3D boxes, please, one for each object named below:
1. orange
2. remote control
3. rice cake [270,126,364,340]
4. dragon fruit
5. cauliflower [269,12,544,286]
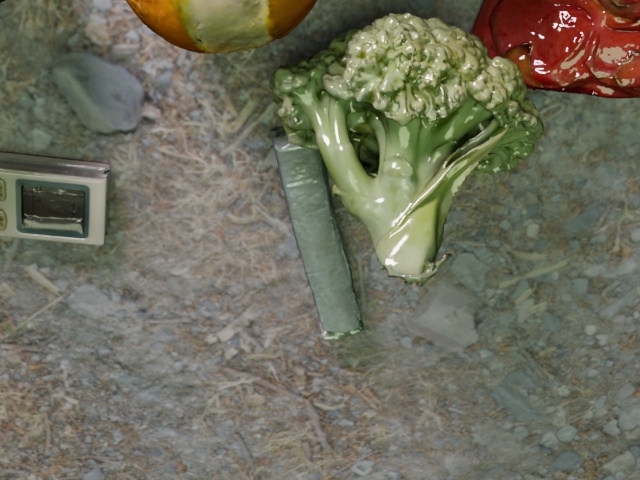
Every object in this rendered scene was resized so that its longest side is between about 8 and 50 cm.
[{"bbox_3d":[-0.101,-0.311,0.894,0.240,0.240,0.240,-2,121,-3],"label":"orange"},{"bbox_3d":[-0.412,-0.057,1.117,0.277,0.055,0.103,6,121,-8],"label":"remote control"},{"bbox_3d":[0.000,0.000,1.181,0.066,0.063,0.336,-10,121,5],"label":"rice cake"},{"bbox_3d":[0.339,-0.271,0.996,0.317,0.152,0.205,-4,120,-1],"label":"dragon fruit"},{"bbox_3d":[0.092,-0.115,1.015,0.327,0.260,0.281,16,99,-6],"label":"cauliflower"}]
